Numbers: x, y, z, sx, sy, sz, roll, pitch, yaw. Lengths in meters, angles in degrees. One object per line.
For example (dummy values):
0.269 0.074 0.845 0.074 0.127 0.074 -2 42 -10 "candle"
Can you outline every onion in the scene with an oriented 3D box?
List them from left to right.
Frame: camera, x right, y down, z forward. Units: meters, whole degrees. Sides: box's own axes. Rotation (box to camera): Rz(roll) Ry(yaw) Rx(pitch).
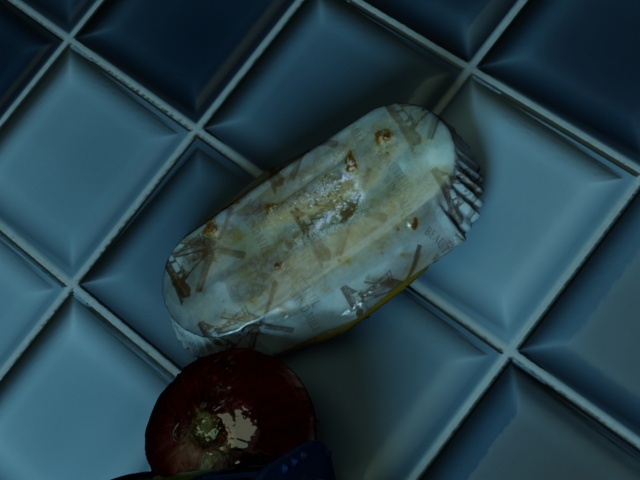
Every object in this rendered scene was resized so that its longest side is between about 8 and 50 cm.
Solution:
-0.061 0.140 0.961 0.131 0.131 0.131 -6 69 17 "onion"

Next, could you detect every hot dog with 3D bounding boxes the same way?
0.000 0.000 1.016 0.268 0.075 0.144 -29 69 3 "hot dog"

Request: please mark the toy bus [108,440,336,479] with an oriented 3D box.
-0.053 0.284 0.837 0.175 0.138 0.288 -13 90 19 "toy bus"
